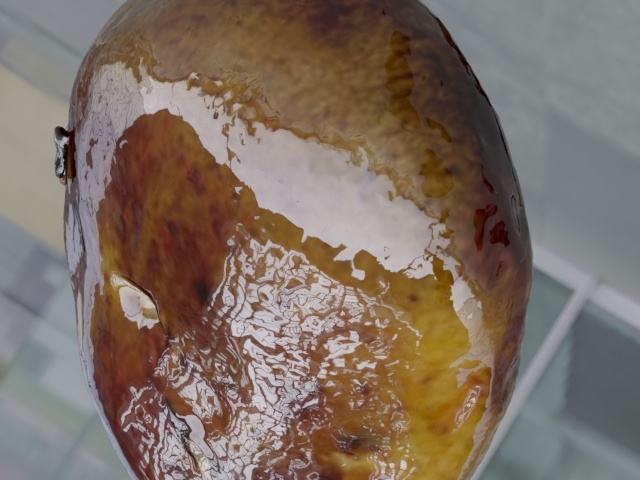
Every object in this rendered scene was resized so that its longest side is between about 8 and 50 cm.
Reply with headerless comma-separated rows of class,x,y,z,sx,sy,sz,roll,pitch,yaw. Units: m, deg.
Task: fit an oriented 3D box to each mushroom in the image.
mushroom,0.000,0.000,1.066,0.259,0.345,0.345,-12,-161,-34
